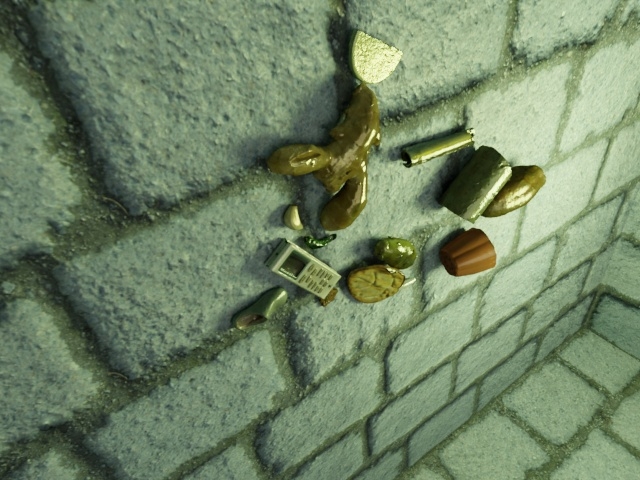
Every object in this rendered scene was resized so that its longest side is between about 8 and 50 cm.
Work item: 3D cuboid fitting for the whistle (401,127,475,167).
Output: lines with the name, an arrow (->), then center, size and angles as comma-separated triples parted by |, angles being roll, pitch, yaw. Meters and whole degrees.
whistle -> 0.407, -0.315, 1.417 | 0.326, 0.057, 0.068 | -22, 129, -26

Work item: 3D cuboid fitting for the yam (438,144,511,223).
yam -> 0.571, -0.198, 1.550 | 0.161, 0.161, 0.268 | 32, 96, -45

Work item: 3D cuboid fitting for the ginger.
ginger -> 0.075, -0.215, 1.186 | 0.348, 0.122, 0.363 | -40, 125, 3

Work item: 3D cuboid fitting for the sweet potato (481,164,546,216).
sweet potato -> 0.756, -0.183, 1.711 | 0.369, 0.158, 0.158 | -34, 133, -17

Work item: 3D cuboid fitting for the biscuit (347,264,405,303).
biscuit -> 0.199, 0.157, 1.553 | 0.260, 0.041, 0.203 | 25, 126, -38

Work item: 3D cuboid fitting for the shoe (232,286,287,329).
shoe -> -0.179, 0.226, 1.311 | 0.195, 0.078, 0.079 | -29, 131, -15

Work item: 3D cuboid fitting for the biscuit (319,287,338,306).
biscuit -> 0.023, 0.193, 1.488 | 0.082, 0.016, 0.092 | -46, 137, -3

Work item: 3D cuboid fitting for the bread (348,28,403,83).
bread -> 0.132, -0.476, 1.117 | 0.193, 0.036, 0.112 | 0, 122, -42

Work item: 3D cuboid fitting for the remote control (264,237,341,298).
remote control -> -0.048, 0.097, 1.340 | 0.103, 0.055, 0.277 | -52, 136, 2

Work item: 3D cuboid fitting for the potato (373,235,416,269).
potato -> 0.274, 0.044, 1.530 | 0.225, 0.090, 0.117 | 19, 101, -47

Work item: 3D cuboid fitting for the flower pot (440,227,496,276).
flower pot -> 0.600, 0.059, 1.746 | 0.173, 0.191, 0.191 | -21, 130, -8

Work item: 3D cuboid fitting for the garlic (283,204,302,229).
garlic -> -0.080, -0.062, 1.223 | 0.053, 0.041, 0.083 | -27, 124, -28

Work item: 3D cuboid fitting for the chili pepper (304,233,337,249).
chili pepper -> 0.000, 0.007, 1.334 | 0.118, 0.035, 0.055 | -7, 139, -30

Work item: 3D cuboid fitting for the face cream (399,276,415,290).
face cream -> 0.332, 0.180, 1.704 | 0.130, 0.034, 0.034 | -20, 129, -26
